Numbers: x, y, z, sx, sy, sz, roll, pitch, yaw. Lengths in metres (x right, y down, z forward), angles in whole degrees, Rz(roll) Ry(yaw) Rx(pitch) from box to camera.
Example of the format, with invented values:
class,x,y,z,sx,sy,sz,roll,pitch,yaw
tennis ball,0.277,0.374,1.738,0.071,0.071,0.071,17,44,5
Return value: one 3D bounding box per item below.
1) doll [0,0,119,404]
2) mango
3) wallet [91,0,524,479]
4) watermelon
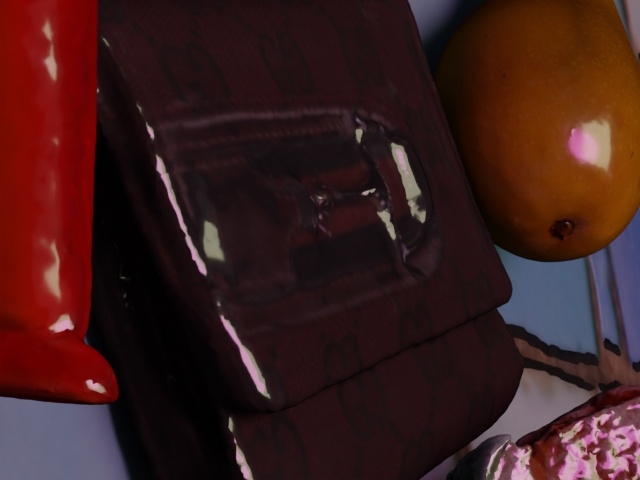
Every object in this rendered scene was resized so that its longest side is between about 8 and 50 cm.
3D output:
class,x,y,z,sx,sy,sz,roll,pitch,yaw
doll,-0.082,-0.157,0.446,0.188,0.099,0.384,16,75,-65
mango,0.091,-0.059,0.793,0.102,0.085,0.184,59,21,-26
wallet,0.000,0.000,0.632,0.229,0.049,0.182,-21,92,-64
watermelon,0.107,0.092,0.703,0.071,0.139,0.187,58,8,29
